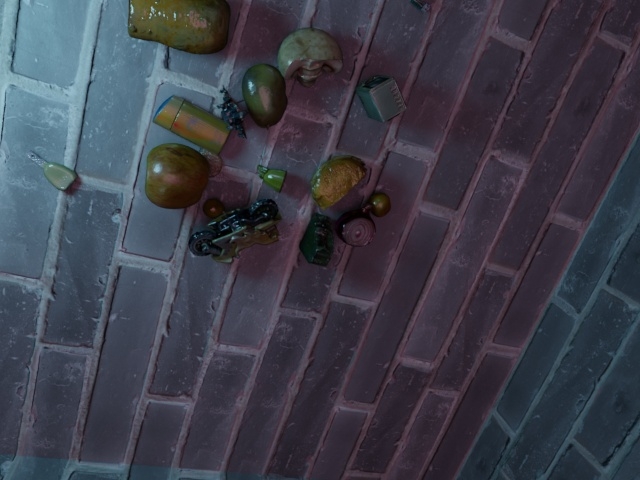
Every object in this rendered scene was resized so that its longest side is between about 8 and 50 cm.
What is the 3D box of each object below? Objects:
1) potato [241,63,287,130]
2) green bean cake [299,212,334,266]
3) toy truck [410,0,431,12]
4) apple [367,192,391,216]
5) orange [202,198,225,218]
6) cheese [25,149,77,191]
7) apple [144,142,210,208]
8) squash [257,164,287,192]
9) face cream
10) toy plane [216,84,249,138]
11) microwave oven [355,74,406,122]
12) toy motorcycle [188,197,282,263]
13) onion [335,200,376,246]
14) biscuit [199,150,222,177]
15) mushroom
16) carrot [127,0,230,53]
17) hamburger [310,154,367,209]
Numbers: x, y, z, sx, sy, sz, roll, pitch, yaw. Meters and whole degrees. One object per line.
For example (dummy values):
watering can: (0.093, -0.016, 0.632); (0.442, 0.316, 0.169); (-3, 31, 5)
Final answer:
potato: (-0.218, -0.561, 1.819); (0.175, 0.159, 0.251); (-7, 100, -9)
green bean cake: (0.000, 0.000, 2.067); (0.107, 0.208, 0.193); (20, 107, -22)
toy truck: (0.408, -0.964, 1.875); (0.083, 0.039, 0.044); (32, 118, -20)
apple: (0.275, -0.164, 2.124); (0.102, 0.099, 0.114); (-32, 111, -2)
orange: (-0.455, -0.134, 1.976); (0.095, 0.085, 0.085); (23, 104, -25)
cheese: (-1.057, -0.281, 1.803); (0.097, 0.037, 0.192); (-45, 114, 5)
apple: (-0.560, -0.250, 1.816); (0.265, 0.264, 0.264); (-4, 112, -11)
squash: (-0.219, -0.272, 1.981); (0.132, 0.105, 0.105); (19, 106, -5)
face cream: (-0.508, -0.465, 1.842); (0.285, 0.067, 0.139); (26, 101, -20)
toy plane: (-0.326, -0.473, 1.738); (0.105, 0.326, 0.222); (-22, 114, -1)
microwave oven: (0.251, -0.588, 1.894); (0.129, 0.205, 0.163); (-32, 115, 1)
toy motorcycle: (-0.348, -0.029, 1.973); (0.411, 0.168, 0.237); (-28, 146, 3)
onion: (0.168, -0.086, 2.108); (0.196, 0.140, 0.217); (14, 107, -22)
biscuit: (-0.472, -0.320, 1.935); (0.120, 0.015, 0.120); (-4, 111, -11)
mushroom: (-0.046, -0.724, 1.803); (0.254, 0.195, 0.188); (-7, 79, -10)
carrot: (-0.497, -0.789, 1.634); (0.341, 0.224, 0.224); (7, 109, -12)
hamburger: (0.063, -0.277, 2.010); (0.283, 0.144, 0.156); (-42, 107, 0)
